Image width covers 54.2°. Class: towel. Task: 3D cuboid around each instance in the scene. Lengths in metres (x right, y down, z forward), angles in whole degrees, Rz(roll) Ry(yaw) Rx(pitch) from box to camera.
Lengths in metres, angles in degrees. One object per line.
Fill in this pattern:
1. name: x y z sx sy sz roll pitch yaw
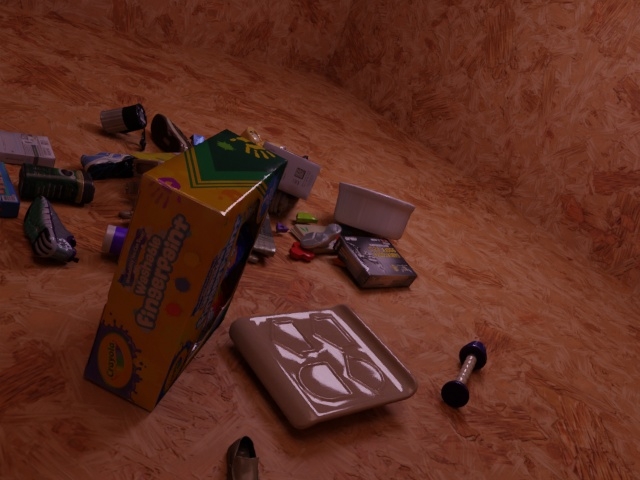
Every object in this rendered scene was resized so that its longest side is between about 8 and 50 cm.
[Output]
1. towel: -0.296 -0.049 1.872 0.324 0.056 0.312 14 24 -16

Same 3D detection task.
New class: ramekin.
1. ramekin: 0.179 -0.098 2.178 0.277 0.135 0.277 18 4 -1

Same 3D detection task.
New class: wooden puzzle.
1. wooden puzzle: 0.002 0.285 1.434 0.347 0.081 0.322 -5 37 -39

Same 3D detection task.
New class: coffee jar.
1. coffee jar: -0.700 -0.150 1.665 0.184 0.079 0.096 6 27 -32

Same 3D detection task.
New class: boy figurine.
1. boy figurine: -0.192 -0.362 2.519 0.285 0.092 0.177 31 28 7

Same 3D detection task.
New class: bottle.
1. bottle: -0.396 0.029 1.562 0.282 0.092 0.118 15 26 -17

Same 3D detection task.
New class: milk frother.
1. milk frother: -0.666 -0.380 2.144 0.134 0.129 0.143 -10 58 7

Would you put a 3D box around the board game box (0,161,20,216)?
1. board game box: -0.848 -0.133 1.539 0.160 0.047 0.210 1 33 -39

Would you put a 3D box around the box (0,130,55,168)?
1. box: -0.872 -0.265 1.793 0.186 0.038 0.145 5 31 -37

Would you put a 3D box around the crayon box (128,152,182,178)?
1. crayon box: -0.426 -0.207 1.941 0.202 0.081 0.318 23 15 19

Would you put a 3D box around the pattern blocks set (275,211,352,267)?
1. pattern blocks set: 0.003 -0.003 2.048 0.324 0.026 0.285 8 31 -32

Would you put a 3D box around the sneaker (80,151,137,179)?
1. sneaker: -0.629 -0.240 1.905 0.081 0.080 0.211 41 28 26

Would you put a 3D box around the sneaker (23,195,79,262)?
1. sneaker: -0.641 -0.019 1.494 0.098 0.083 0.224 33 15 -44

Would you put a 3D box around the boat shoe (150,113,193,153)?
1. boat shoe: -0.526 -0.361 2.242 0.095 0.095 0.257 17 28 -48

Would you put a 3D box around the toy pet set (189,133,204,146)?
1. toy pet set: -0.432 -0.361 2.334 0.114 0.065 0.122 6 30 -33

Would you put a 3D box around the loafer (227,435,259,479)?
1. loafer: -0.135 0.405 1.098 0.056 0.050 0.148 11 28 -25

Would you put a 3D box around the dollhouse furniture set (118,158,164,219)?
1. dollhouse furniture set: -0.506 -0.144 1.725 0.144 0.151 0.123 11 14 37

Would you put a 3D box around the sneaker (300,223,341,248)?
1. sneaker: 0.000 0.000 1.956 0.152 0.061 0.054 -21 58 -32

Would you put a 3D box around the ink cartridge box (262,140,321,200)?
1. ink cartridge box: -0.156 -0.252 2.149 0.271 0.130 0.309 23 3 -8

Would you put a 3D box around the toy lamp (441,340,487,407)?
1. toy lamp: 0.388 0.341 1.649 0.080 0.080 0.274 30 26 13

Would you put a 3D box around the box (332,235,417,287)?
1. box: 0.174 0.067 1.990 0.231 0.056 0.183 3 39 -42

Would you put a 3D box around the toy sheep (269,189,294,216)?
1. toy sheep: -0.152 -0.130 2.101 0.132 0.091 0.091 18 25 1

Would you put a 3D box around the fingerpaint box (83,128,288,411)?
1. fingerpaint box: -0.254 0.045 1.239 0.163 0.445 0.371 26 24 3
